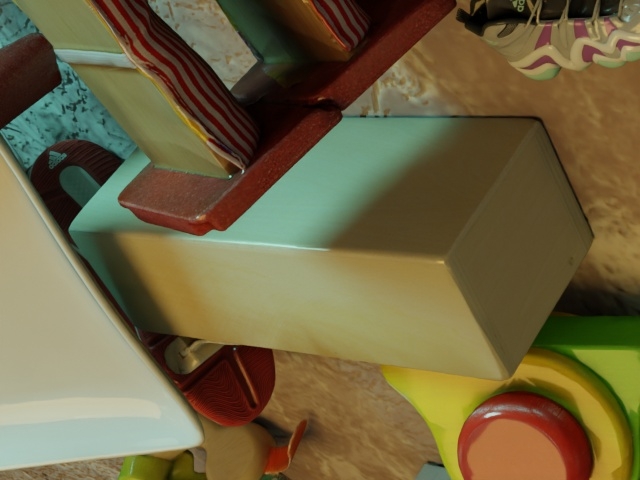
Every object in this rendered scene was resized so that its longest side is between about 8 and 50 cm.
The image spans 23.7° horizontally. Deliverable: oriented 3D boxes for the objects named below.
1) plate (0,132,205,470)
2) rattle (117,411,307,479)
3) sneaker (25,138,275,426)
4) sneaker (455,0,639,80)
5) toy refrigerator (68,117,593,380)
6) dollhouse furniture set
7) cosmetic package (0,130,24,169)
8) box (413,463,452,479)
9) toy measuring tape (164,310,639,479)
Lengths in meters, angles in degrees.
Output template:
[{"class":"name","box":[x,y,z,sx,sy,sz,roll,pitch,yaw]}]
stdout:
[{"class":"plate","box":[-0.239,0.039,0.890,0.277,0.045,0.278,-9,134,22]},{"class":"rattle","box":[-0.052,0.198,1.176,0.200,0.130,0.143,-26,128,27]},{"class":"sneaker","box":[-0.125,0.033,1.032,0.221,0.087,0.128,55,155,-7]},{"class":"sneaker","box":[0.096,-0.098,0.638,0.069,0.038,0.098,24,156,-30]},{"class":"toy refrigerator","box":[0.000,0.000,0.824,0.269,0.102,0.094,4,137,41]},{"class":"dollhouse furniture set","box":[-0.131,-0.141,0.764,0.201,0.152,0.374,51,163,-24]},{"class":"cosmetic package","box":[-0.254,0.023,1.007,0.085,0.117,0.231,51,150,33]},{"class":"box","box":[0.097,0.224,1.026,0.087,0.101,0.102,5,135,42]},{"class":"toy measuring tape","box":[0.066,0.100,0.843,0.330,0.121,0.121,-1,134,29]}]
